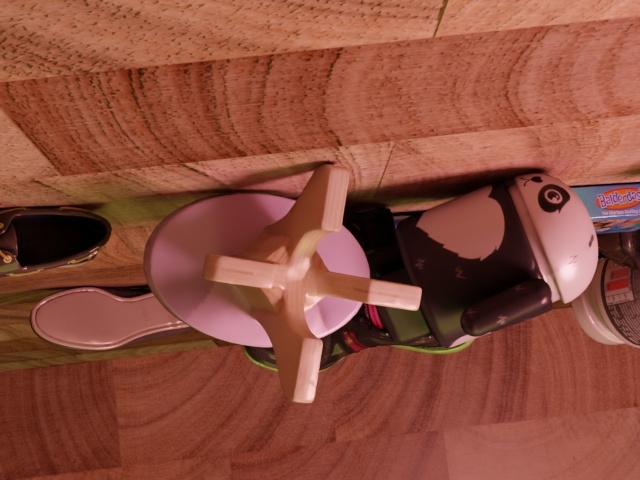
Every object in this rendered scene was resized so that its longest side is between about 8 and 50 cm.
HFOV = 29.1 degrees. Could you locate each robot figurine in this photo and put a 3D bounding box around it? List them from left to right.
[{"bbox_3d":[0.196,0.024,1.502,0.278,0.209,0.173,-21,160,8],"label":"robot figurine"}]

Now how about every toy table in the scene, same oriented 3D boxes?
[{"bbox_3d":[-0.039,0.041,1.363,0.274,0.252,0.161,-4,-174,-27],"label":"toy table"}]

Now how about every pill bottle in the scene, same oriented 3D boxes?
[{"bbox_3d":[0.619,0.082,2.184,0.210,0.210,0.363,-2,171,-26],"label":"pill bottle"}]

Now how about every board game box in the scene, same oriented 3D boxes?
[{"bbox_3d":[0.382,-0.040,1.718,0.210,0.047,0.160,-4,172,-18],"label":"board game box"}]

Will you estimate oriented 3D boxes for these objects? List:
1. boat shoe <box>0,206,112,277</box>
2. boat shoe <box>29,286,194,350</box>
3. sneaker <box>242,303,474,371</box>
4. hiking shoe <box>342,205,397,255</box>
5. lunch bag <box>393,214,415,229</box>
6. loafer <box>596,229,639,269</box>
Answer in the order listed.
[{"bbox_3d":[-0.341,0.001,1.349,0.228,0.081,0.069,-10,172,-34],"label":"boat shoe"},{"bbox_3d":[-0.343,0.134,2.118,0.335,0.112,0.095,-5,168,-32],"label":"boat shoe"},{"bbox_3d":[0.079,0.142,2.436,0.483,0.185,0.202,-10,154,-2],"label":"sneaker"},{"bbox_3d":[0.000,0.000,1.563,0.114,0.086,0.227,-15,168,35],"label":"hiking shoe"},{"bbox_3d":[0.108,0.020,1.765,0.176,0.090,0.219,-5,172,-17],"label":"lunch bag"},{"bbox_3d":[0.486,0.000,2.018,0.078,0.080,0.220,1,169,20],"label":"loafer"}]
